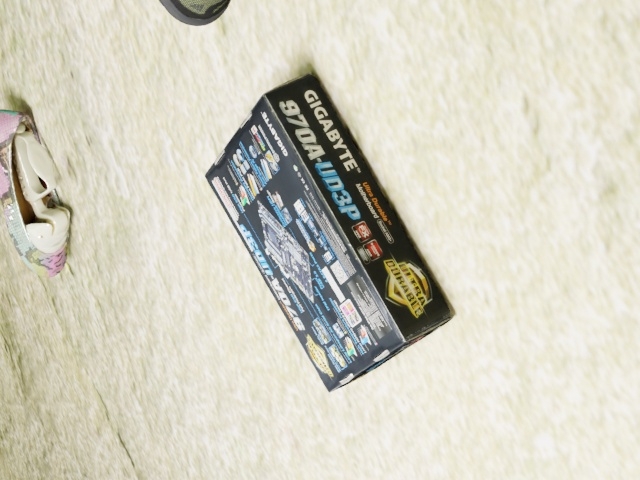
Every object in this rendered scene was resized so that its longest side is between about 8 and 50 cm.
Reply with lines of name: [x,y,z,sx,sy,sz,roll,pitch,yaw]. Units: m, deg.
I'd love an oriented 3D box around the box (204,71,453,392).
box: [0.000,0.000,1.142,0.220,0.051,0.175,60,154,8]

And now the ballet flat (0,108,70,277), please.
ballet flat: [-0.343,-0.053,1.718,0.079,0.077,0.221,2,116,40]

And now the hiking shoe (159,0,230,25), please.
hiking shoe: [-0.064,-0.212,1.027,0.114,0.086,0.227,58,153,19]
